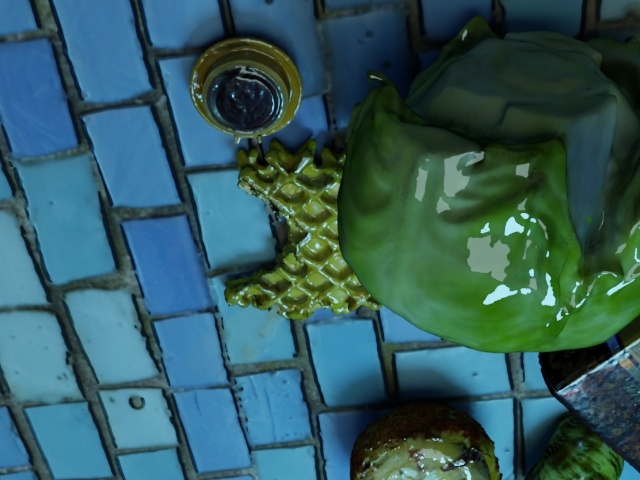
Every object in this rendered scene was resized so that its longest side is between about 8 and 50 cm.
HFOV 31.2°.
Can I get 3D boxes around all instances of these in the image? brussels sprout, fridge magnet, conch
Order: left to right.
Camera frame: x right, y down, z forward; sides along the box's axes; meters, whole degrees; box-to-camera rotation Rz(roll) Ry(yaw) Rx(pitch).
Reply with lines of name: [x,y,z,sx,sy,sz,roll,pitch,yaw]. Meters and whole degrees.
fridge magnet: [-0.092,-0.186,1.424,0.143,0.063,0.143,1,128,1]
brussels sprout: [0.232,-0.042,1.368,0.425,0.342,0.361,1,129,1]
conch: [0.409,0.377,1.807,0.187,0.124,0.181,-23,129,1]

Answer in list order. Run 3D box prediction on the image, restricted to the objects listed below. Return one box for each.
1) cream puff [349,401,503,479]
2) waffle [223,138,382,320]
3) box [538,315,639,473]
cream puff: [0.160,0.348,1.758,0.239,0.164,0.240,4,115,9]
waffle: [0.000,0.000,1.559,0.259,0.069,0.293,3,127,-2]
box: [0.551,0.146,1.637,0.415,0.116,0.264,-39,118,21]
